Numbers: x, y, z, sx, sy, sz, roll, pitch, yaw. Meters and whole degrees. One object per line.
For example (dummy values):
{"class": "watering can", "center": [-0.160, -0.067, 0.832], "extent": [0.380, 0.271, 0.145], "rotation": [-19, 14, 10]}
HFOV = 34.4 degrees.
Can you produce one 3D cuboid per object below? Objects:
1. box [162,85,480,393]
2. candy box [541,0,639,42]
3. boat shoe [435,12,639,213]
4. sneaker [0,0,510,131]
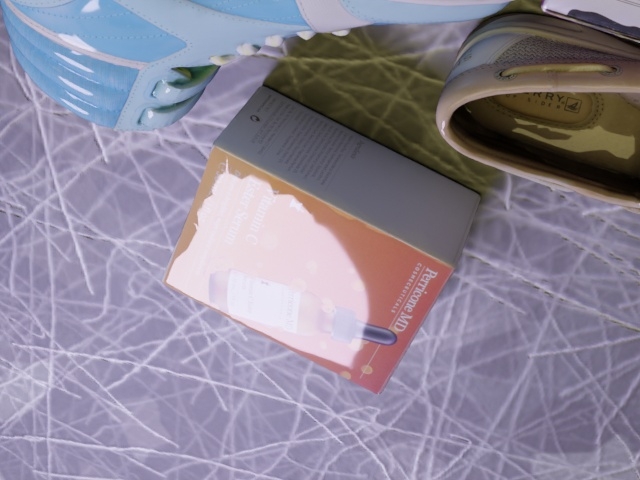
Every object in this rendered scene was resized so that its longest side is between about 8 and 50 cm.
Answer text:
{"class": "box", "center": [0.000, 0.000, 0.702], "extent": [0.170, 0.091, 0.130], "rotation": [27, 127, 3]}
{"class": "candy box", "center": [0.172, -0.222, 0.448], "extent": [0.071, 0.159, 0.233], "rotation": [18, 127, 7]}
{"class": "boat shoe", "center": [0.215, -0.051, 0.581], "extent": [0.302, 0.098, 0.109], "rotation": [16, 126, 10]}
{"class": "sneaker", "center": [-0.043, -0.146, 0.619], "extent": [0.319, 0.127, 0.208], "rotation": [9, 148, -4]}
